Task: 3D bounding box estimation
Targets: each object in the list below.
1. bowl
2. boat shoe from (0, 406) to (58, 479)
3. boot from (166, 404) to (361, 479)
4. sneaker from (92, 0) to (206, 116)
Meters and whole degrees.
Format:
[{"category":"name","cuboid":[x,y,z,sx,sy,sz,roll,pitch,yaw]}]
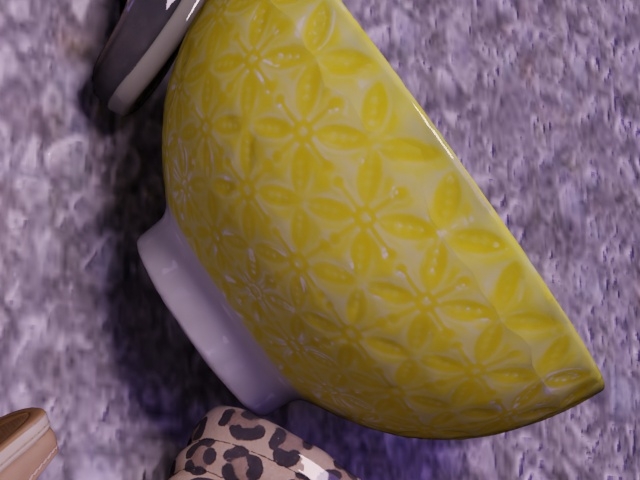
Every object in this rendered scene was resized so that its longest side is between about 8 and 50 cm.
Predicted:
[{"category":"bowl","cuboid":[0.000,0.000,0.851,0.156,0.289,0.289,-35,105,3]},{"category":"boat shoe","cuboid":[-0.177,0.147,0.748,0.170,0.063,0.059,-45,111,-29]},{"category":"boot","cuboid":[-0.004,0.291,0.809,0.377,0.138,0.284,43,54,-16]},{"category":"sneaker","cuboid":[-0.104,-0.181,0.900,0.118,0.083,0.222,24,71,-9]}]
